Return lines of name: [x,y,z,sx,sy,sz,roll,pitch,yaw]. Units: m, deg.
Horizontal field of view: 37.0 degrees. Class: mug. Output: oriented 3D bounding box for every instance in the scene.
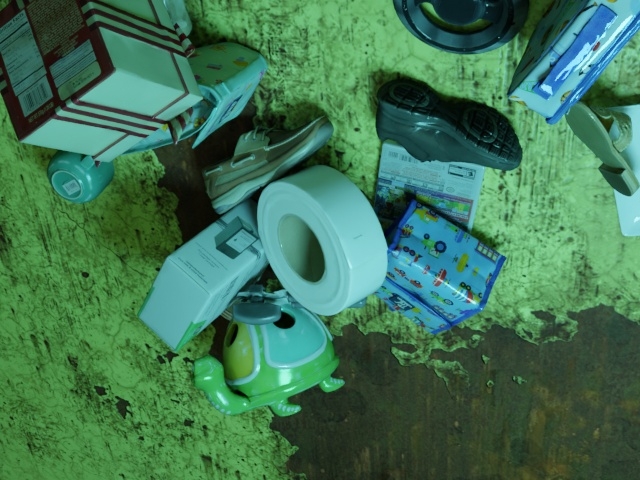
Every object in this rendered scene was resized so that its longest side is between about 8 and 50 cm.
mug: [-0.528,-0.156,2.084,0.130,0.097,0.157,18,131,9]

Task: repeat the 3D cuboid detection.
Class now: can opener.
can opener: [-0.043,0.131,2.015,0.281,0.093,0.074,-5,159,6]

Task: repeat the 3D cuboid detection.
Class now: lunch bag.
lunch bag: [-0.245,-0.271,1.795,0.262,0.223,0.160,-8,112,28]
lunch bag: [0.200,0.078,1.952,0.221,0.138,0.293,32,151,-4]
lunch bag: [0.411,-0.324,1.472,0.115,0.243,0.303,32,130,-2]

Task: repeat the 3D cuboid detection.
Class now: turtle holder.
turtle holder: [-0.127,0.259,2.117,0.320,0.243,0.227,-20,96,-7]

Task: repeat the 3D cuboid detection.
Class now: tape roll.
tape roll: [0.000,0.000,1.860,0.286,0.100,0.286,34,137,39]

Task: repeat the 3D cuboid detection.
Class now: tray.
tray: [0.587,-0.128,1.690,0.145,0.030,0.270,-5,123,25]

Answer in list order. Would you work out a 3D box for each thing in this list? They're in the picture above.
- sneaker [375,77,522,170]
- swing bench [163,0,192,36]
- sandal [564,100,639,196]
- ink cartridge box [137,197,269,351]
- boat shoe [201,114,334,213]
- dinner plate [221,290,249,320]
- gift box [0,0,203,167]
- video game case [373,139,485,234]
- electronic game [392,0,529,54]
sneaker: [0.231,-0.192,1.755,0.286,0.109,0.130,26,141,11]
swing bench: [-0.370,-0.491,1.726,0.255,0.165,0.253,-2,124,17]
sandal: [0.496,-0.181,1.631,0.240,0.079,0.088,48,172,-35]
ink cartridge box: [-0.222,0.066,1.996,0.121,0.289,0.211,40,131,7]
boat shoe: [-0.118,-0.168,1.896,0.324,0.123,0.116,-30,93,29]
dinner plate: [-0.193,0.137,2.224,0.141,0.017,0.141,11,128,14]
gift box: [-0.366,-0.265,1.575,0.255,0.258,0.276,-25,77,25]
video game case: [0.210,-0.097,1.875,0.201,0.023,0.183,14,129,11]
electronic game: [0.232,-0.401,1.595,0.229,0.048,0.229,13,144,9]
